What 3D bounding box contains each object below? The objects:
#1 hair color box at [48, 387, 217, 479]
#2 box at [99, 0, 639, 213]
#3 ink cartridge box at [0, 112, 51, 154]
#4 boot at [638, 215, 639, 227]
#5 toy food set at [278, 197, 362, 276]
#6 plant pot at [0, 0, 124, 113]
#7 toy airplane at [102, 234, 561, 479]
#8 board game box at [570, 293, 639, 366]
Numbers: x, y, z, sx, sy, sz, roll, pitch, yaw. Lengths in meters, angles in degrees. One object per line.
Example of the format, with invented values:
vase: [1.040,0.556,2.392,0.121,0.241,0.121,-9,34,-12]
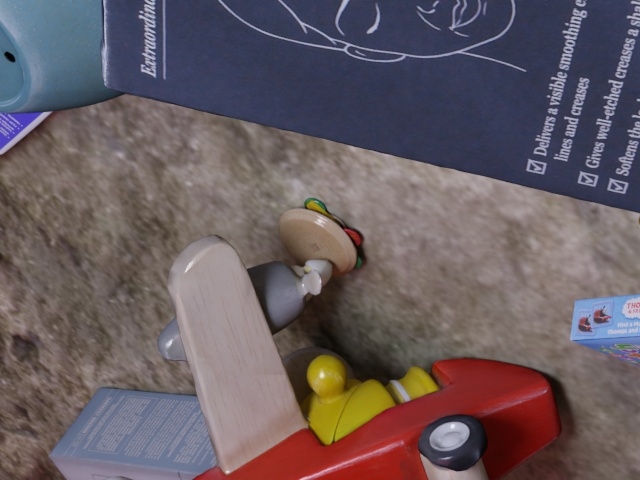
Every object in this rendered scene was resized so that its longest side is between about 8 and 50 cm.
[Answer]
hair color box: [-0.101,0.272,1.935,0.374,0.113,0.185,1,134,42]
box: [0.087,-0.210,1.009,0.396,0.212,0.293,14,143,5]
ink cartridge box: [-0.343,-0.178,1.652,0.206,0.045,0.208,44,145,-13]
boot: [0.236,-0.041,1.289,0.213,0.077,0.165,15,144,26]
toy food set: [0.000,0.000,1.593,0.083,0.020,0.082,43,146,-10]
plant pot: [-0.222,-0.212,1.370,0.290,0.195,0.290,23,144,18]
toy airplane: [-0.023,0.204,1.622,0.384,0.272,0.386,22,117,-16]
board game box: [0.319,0.072,1.320,0.160,0.039,0.211,21,160,-40]
